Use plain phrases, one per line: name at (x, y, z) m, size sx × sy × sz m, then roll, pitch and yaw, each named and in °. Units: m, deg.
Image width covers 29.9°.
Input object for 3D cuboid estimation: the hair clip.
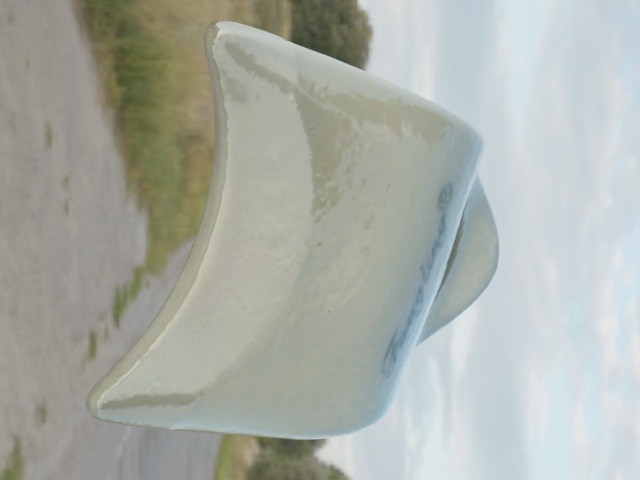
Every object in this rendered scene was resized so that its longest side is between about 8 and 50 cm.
hair clip at (0.015, 0.007, 0.594) m, size 0.282 × 0.113 × 0.172 m, roll -6°, pitch 116°, yaw -74°
